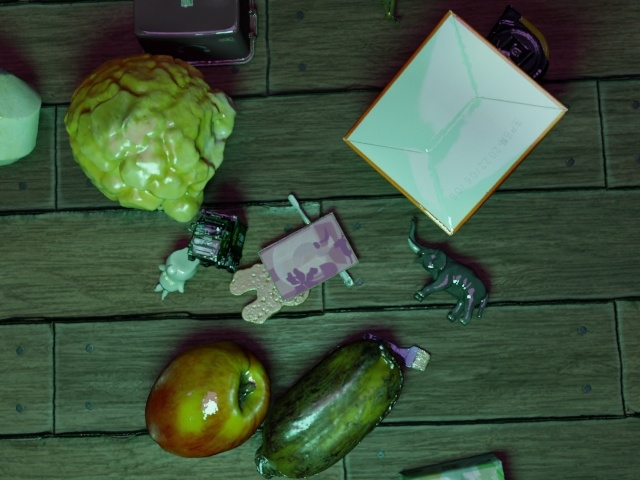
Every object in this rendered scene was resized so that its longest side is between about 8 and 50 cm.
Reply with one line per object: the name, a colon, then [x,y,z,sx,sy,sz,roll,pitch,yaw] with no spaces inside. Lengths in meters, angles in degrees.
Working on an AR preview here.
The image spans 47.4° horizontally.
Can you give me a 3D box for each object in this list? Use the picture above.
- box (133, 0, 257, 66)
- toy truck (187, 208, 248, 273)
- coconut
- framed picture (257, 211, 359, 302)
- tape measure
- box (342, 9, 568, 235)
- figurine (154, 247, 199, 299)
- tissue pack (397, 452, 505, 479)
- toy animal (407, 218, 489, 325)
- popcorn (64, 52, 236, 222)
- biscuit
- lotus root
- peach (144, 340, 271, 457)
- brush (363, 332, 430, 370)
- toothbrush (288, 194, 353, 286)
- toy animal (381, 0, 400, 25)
box: [-0.303,-0.533,1.734,0.293,0.167,0.194,-2,82,1]
toy truck: [-0.226,0.004,1.622,0.088,0.259,0.121,13,84,3]
coconut: [-0.762,-0.302,1.687,0.241,0.241,0.242,0,83,2]
framed picture: [-0.029,0.040,1.706,0.200,0.010,0.136,-28,86,-4]
tape measure: [0.453,-0.436,1.727,0.186,0.112,0.199,43,88,4]
box: [0.292,-0.248,1.587,0.318,0.257,0.349,41,105,5]
figurine: [-0.327,0.083,1.706,0.098,0.146,0.081,-14,67,-31]
tissue pack: [0.300,0.576,1.596,0.229,0.145,0.159,-12,83,0]
toy animal: [0.272,0.086,1.688,0.269,0.082,0.137,41,83,10]
popcorn: [-0.383,-0.248,1.616,0.390,0.354,0.344,40,95,8]
biscuit: [-0.095,0.094,1.719,0.236,0.040,0.144,-27,91,-6]
lotus root: [0.018,0.376,1.611,0.397,0.179,0.196,-40,82,-3]
peach: [-0.250,0.346,1.600,0.281,0.281,0.238,-47,123,-4]
brush: [0.176,0.254,1.703,0.164,0.014,0.051,24,83,5]
toothbrush: [0.000,0.000,1.732,0.022,0.026,0.263,-35,83,4]
toy animal: [0.139,-0.633,1.763,0.056,0.099,0.241,-24,82,0]
